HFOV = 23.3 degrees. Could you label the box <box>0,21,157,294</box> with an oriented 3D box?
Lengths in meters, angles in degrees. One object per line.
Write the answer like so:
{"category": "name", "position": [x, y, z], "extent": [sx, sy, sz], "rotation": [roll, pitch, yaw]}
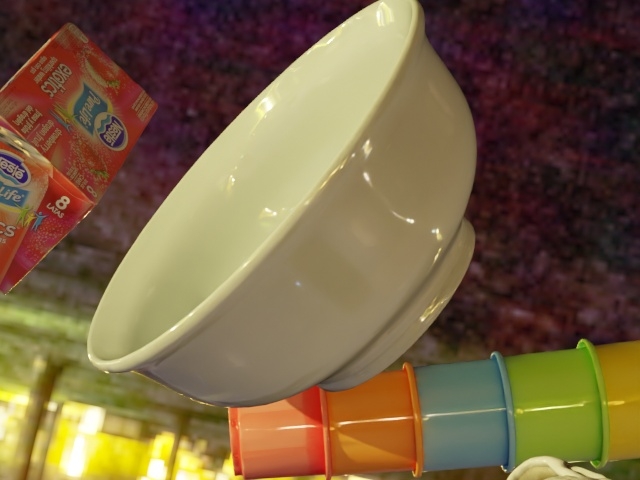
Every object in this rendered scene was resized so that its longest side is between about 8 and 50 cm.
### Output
{"category": "box", "position": [-0.252, -0.081, 1.389], "extent": [0.122, 0.128, 0.257], "rotation": [43, -158, -12]}

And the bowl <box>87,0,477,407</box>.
{"category": "bowl", "position": [0.000, 0.000, 0.964], "extent": [0.134, 0.298, 0.298], "rotation": [42, 161, -16]}

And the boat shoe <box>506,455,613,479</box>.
{"category": "boat shoe", "position": [0.117, 0.156, 0.705], "extent": [0.096, 0.098, 0.277], "rotation": [49, 180, -1]}

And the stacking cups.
{"category": "stacking cups", "position": [0.096, 0.124, 1.058], "extent": [0.316, 0.096, 0.096], "rotation": [-7, 171, -4]}
